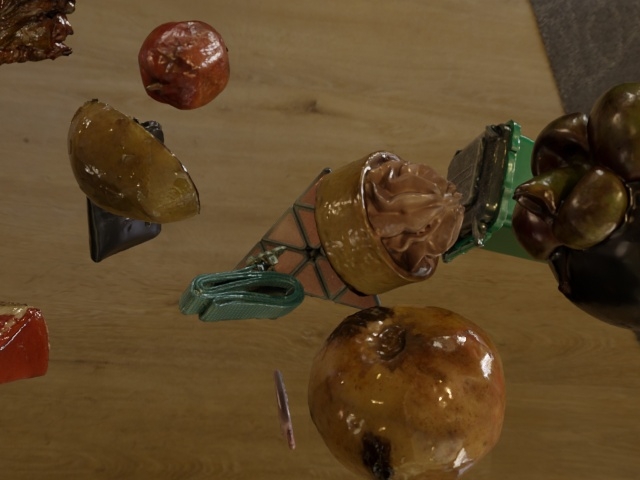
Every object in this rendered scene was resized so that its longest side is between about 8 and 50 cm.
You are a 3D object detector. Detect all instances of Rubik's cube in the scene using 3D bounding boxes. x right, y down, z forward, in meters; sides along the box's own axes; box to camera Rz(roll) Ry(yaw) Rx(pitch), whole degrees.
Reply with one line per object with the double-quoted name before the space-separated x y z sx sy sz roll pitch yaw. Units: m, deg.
"Rubik's cube" 0.000 0.002 1.355 0.229 0.228 0.233 22 80 -36

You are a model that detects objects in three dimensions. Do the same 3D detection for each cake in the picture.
"cake" 0.109 -0.034 0.902 0.178 0.208 0.185 -20 86 25
"cake" -0.700 0.269 1.407 0.158 0.262 0.159 3 124 15

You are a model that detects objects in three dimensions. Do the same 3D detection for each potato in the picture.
"potato" -0.358 -0.122 1.201 0.299 0.239 0.116 31 57 17

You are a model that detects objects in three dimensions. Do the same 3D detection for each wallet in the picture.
"wallet" -0.444 -0.109 1.535 0.197 0.377 0.051 -28 61 -33

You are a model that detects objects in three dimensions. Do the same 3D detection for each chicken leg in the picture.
"chicken leg" -0.488 -0.294 1.040 0.323 0.177 0.083 -38 70 10

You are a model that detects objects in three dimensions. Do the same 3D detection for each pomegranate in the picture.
"pomegranate" 0.137 0.246 1.085 0.323 0.322 0.321 1 86 -9

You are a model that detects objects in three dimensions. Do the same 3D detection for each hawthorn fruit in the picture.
"hawthorn fruit" -0.254 -0.321 1.258 0.174 0.173 0.179 -4 52 -9

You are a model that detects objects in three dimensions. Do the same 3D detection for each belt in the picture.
"belt" -0.108 0.060 0.909 0.179 0.065 0.100 0 55 -42

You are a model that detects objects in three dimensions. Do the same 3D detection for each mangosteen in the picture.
"mangosteen" 0.393 -0.046 0.839 0.347 0.307 0.306 18 84 -20

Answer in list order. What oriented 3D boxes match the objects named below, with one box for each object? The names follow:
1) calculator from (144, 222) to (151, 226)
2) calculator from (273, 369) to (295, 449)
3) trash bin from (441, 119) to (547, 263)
"calculator" -0.378 -0.082 1.493 0.019 0.141 0.094 12 68 -10
"calculator" -0.075 0.338 1.347 0.024 0.103 0.165 -10 51 -7
"trash bin" 0.478 -0.061 1.511 0.382 0.259 0.295 17 72 -9
